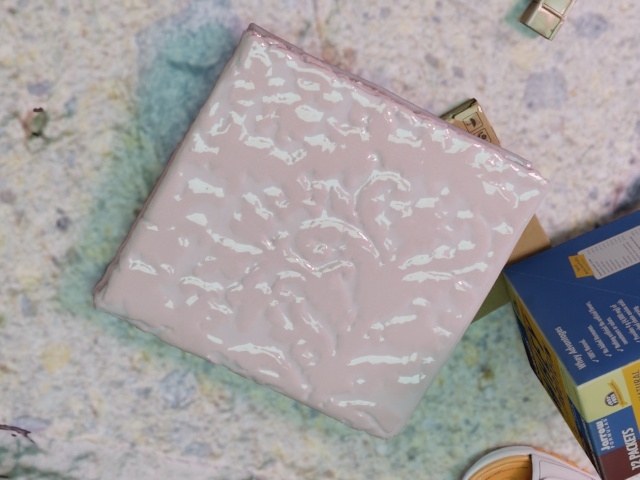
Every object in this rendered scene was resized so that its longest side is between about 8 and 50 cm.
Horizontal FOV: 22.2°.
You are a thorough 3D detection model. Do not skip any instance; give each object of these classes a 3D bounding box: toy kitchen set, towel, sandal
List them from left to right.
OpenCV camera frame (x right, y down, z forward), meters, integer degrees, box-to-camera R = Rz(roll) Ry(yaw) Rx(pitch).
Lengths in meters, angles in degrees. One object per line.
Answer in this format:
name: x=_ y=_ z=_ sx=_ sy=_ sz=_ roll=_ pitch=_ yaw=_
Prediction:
towel: x=0.000 y=0.000 z=1.537 sx=0.332 sy=0.053 sz=0.317 roll=26 pitch=107 yaw=-14
toy kitchen set: x=0.216 y=-0.234 z=1.506 sx=0.068 sy=0.075 sz=0.083 roll=30 pitch=96 yaw=-17
sandal: x=0.270 y=0.288 z=1.686 sx=0.265 sy=0.076 sz=0.102 roll=17 pitch=103 yaw=-16

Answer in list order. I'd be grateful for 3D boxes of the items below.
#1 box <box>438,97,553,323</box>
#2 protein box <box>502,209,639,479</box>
box: x=0.124 y=-0.014 z=1.589 sx=0.164 sy=0.021 sz=0.201 roll=-30 pitch=111 yaw=0
protein box: x=0.310 y=0.089 z=1.550 sx=0.201 sy=0.200 sz=0.136 roll=-23 pitch=126 yaw=-2
